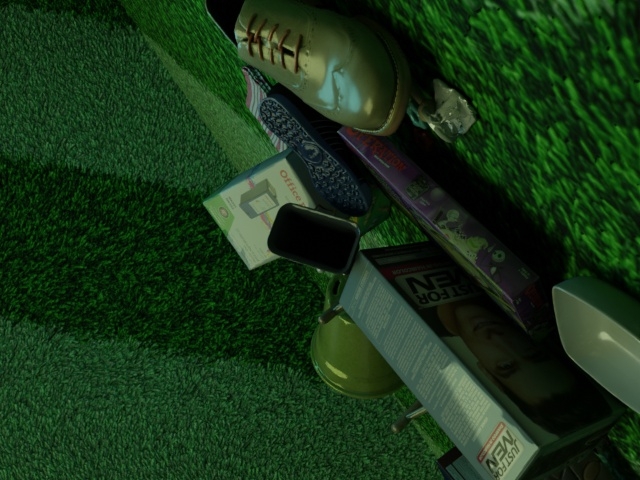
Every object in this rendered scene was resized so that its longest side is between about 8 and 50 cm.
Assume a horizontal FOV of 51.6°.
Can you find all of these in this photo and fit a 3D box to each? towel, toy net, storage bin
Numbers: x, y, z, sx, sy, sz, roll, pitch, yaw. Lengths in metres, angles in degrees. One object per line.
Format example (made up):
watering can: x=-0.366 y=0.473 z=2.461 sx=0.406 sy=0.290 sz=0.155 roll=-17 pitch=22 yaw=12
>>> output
towel: x=-0.126 y=-0.298 z=1.540 sx=0.197 sy=0.029 sz=0.144 roll=56 pitch=161 yaw=27
toy net: x=0.122 y=-0.150 z=0.840 sx=0.122 sy=0.045 sz=0.232 roll=60 pitch=170 yaw=-25
storage bin: x=0.000 y=0.000 z=1.030 sx=0.135 sy=0.098 sz=0.091 roll=17 pitch=171 yaw=15

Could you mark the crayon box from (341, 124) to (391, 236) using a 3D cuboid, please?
crayon box: x=0.049 y=-0.129 z=1.179 sx=0.165 sy=0.081 sz=0.278 roll=53 pitch=170 yaw=18

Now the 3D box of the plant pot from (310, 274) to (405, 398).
plant pot: x=0.108 y=0.192 z=1.569 sx=0.276 sy=0.276 sz=0.253 roll=50 pitch=157 yaw=35

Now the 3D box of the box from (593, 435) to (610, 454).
box: x=0.370 y=0.245 z=0.993 sx=0.137 sy=0.027 sz=0.094 roll=59 pitch=169 yaw=-18

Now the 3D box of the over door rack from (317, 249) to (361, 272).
over door rack: x=-0.030 y=-0.047 z=1.350 sx=0.239 sy=0.108 sz=0.324 roll=51 pitch=-178 yaw=-6

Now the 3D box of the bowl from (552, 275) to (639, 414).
bowl: x=0.317 y=0.106 z=0.697 sx=0.142 sy=0.053 sz=0.142 roll=46 pitch=167 yaw=50

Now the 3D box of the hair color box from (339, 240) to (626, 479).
hair color box: x=0.211 y=0.156 z=0.940 sx=0.374 sy=0.186 sz=0.113 roll=49 pitch=133 yaw=37

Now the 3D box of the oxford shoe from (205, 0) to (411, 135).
oxford shoe: x=-0.032 y=-0.242 z=0.864 sx=0.397 sy=0.147 sz=0.140 roll=45 pitch=129 yaw=46

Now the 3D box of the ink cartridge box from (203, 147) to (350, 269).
ink cartridge box: x=-0.074 y=-0.059 z=1.149 sx=0.213 sy=0.093 sz=0.154 roll=-22 pitch=108 yaw=35

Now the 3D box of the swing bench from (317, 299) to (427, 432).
swing bench: x=0.171 y=0.167 z=1.234 sx=0.253 sy=0.165 sz=0.255 roll=54 pitch=-148 yaw=3

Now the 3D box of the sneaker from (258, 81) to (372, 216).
sneaker: x=0.010 y=-0.144 z=0.992 sx=0.081 sy=0.090 sz=0.232 roll=-21 pitch=115 yaw=48

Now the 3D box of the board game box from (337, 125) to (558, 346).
board game box: x=0.172 y=-0.017 z=0.901 sx=0.346 sy=0.056 sz=0.208 roll=50 pitch=-172 yaw=33

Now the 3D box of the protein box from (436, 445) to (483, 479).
protein box: x=0.351 y=0.437 z=1.221 sx=0.136 sy=0.201 sz=0.199 roll=46 pitch=167 yaw=48

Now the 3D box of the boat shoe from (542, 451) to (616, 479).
boat shoe: x=0.403 y=0.407 z=0.993 sx=0.355 sy=0.132 sz=0.130 roll=44 pitch=174 yaw=20
